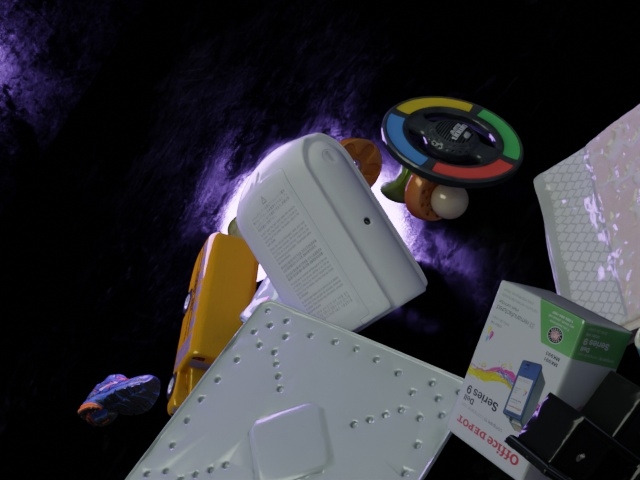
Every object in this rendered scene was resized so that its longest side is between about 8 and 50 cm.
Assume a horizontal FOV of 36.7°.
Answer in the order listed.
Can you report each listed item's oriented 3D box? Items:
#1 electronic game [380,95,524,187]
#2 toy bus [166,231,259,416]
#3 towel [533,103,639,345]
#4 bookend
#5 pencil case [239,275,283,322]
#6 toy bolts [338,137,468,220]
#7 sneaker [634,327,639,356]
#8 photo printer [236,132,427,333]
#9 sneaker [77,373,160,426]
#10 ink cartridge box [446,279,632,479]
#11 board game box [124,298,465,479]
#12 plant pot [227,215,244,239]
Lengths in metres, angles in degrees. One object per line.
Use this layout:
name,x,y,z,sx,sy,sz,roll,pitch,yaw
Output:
electronic game,0.208,-0.159,1.522,0.229,0.229,0.048,-102,17,-47
toy bus,-0.188,0.159,1.737,0.130,0.108,0.333,128,155,-48
towel,0.422,-0.042,1.244,0.317,0.053,0.332,-38,37,37
bookend,0.318,0.213,1.097,0.157,0.156,0.072,-53,34,-1
pencil case,-0.030,0.057,1.670,0.273,0.113,0.124,-60,15,-12
toy bolts,0.108,-0.038,1.539,0.158,0.218,0.229,39,109,51
sneaker,0.468,0.094,1.081,0.228,0.092,0.087,-33,38,25
photo printer,0.000,0.000,1.499,0.107,0.308,0.256,-27,-8,-38
sneaker,-0.401,0.300,1.925,0.221,0.083,0.087,-21,40,34
ink cartridge box,0.266,0.177,1.197,0.154,0.093,0.212,32,106,56
board game box,-0.037,0.298,1.355,0.390,0.050,0.390,20,60,34
plant pot,-0.131,-0.003,1.882,0.083,0.083,0.079,-42,49,15
